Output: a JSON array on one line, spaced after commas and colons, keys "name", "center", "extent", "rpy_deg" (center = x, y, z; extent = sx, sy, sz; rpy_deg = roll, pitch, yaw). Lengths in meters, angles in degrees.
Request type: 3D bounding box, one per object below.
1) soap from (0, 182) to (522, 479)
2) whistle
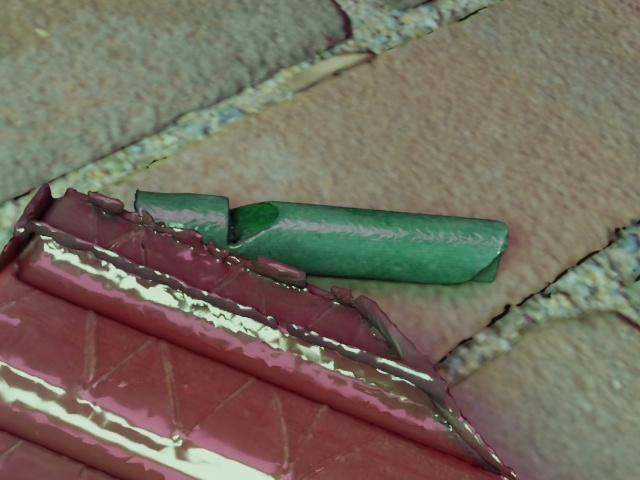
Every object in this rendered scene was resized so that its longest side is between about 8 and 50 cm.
[{"name": "soap", "center": [-0.031, 0.092, 0.520], "extent": [0.250, 0.099, 0.162], "rpy_deg": [22, 47, 8]}, {"name": "whistle", "center": [0.000, 0.000, 0.655], "extent": [0.186, 0.039, 0.039], "rpy_deg": [5, 47, -9]}]
